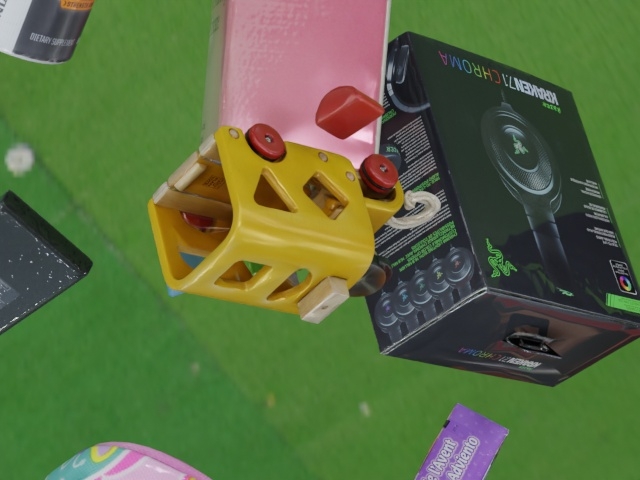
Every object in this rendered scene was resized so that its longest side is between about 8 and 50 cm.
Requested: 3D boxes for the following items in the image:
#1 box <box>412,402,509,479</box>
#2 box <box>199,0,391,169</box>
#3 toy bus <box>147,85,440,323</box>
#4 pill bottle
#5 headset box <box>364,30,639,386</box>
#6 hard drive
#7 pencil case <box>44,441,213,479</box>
[{"bbox_3d":[0.068,0.305,1.756,0.057,0.201,0.293,27,138,7],"label":"box"},{"bbox_3d":[-0.020,-0.165,1.541,0.127,0.148,0.232,4,90,-9],"label":"box"},{"bbox_3d":[-0.012,0.001,1.320,0.202,0.104,0.191,-15,148,1],"label":"toy bus"},{"bbox_3d":[-0.255,-0.302,1.876,0.130,0.130,0.245,18,108,-18],"label":"pill bottle"},{"bbox_3d":[0.148,-0.014,1.780,0.246,0.283,0.131,15,141,-44],"label":"headset box"},{"bbox_3d":[-0.264,0.023,1.627,0.094,0.022,0.135,43,129,-19],"label":"hard drive"},{"bbox_3d":[-0.122,0.206,0.711,0.124,0.284,0.124,23,143,19],"label":"pencil case"}]
